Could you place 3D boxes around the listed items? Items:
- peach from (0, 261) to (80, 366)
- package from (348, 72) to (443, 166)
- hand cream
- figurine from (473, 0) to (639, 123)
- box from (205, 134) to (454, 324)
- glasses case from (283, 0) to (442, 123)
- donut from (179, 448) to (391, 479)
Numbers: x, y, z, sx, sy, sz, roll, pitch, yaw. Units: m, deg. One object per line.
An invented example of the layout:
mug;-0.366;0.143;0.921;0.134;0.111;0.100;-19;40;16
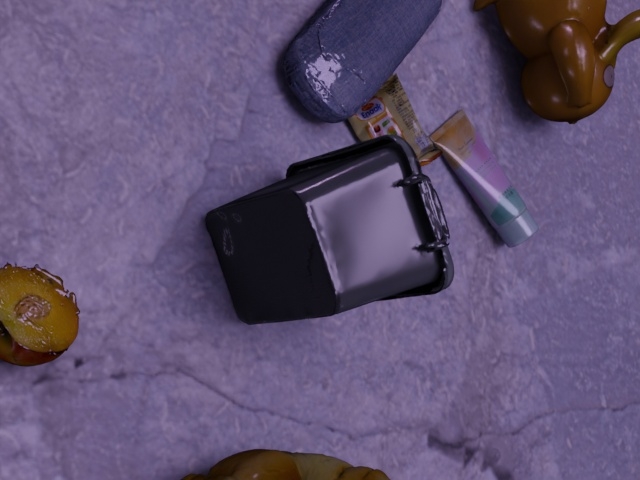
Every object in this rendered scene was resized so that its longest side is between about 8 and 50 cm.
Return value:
peach;-0.262;0.069;1.223;0.098;0.061;0.098;33;37;-29
package;0.081;-0.129;1.611;0.108;0.031;0.120;-37;100;-42
hand cream;0.201;-0.073;1.707;0.076;0.047;0.174;-41;100;-39
figurine;0.308;-0.278;1.776;0.228;0.215;0.215;49;50;-5
box;0.000;0.000;1.373;0.135;0.243;0.163;-21;96;-33
glasses case;0.054;-0.243;1.587;0.109;0.067;0.282;50;53;-17
donut;-0.029;0.374;1.298;0.360;0.170;0.360;12;71;-39
